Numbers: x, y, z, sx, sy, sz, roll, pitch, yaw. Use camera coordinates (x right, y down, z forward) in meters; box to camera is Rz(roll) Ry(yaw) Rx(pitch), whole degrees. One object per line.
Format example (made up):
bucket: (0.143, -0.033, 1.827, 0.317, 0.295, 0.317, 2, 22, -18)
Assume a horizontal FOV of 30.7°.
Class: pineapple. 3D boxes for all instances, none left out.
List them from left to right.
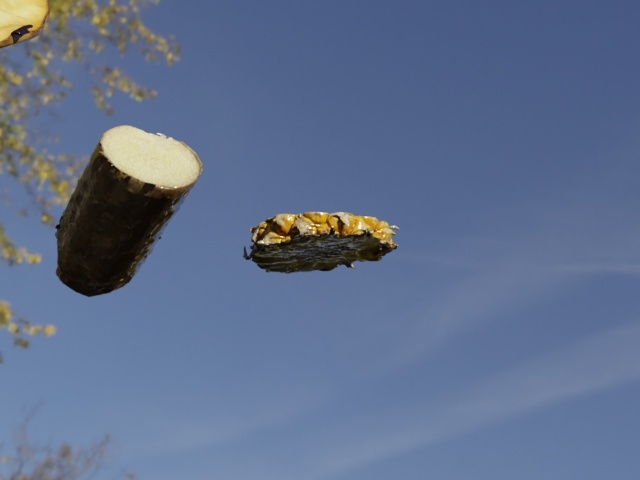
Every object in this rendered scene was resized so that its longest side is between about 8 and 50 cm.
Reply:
pineapple: (0.000, 0.000, 1.528, 0.221, 0.047, 0.221, -4, -14, -1)

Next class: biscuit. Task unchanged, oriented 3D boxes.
biscuit: (-0.478, -0.328, 1.604, 0.203, 0.260, 0.041, 41, -58, 18)

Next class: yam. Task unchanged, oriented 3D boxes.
yam: (-0.257, -0.037, 1.504, 0.129, 0.128, 0.238, 41, -48, 7)
